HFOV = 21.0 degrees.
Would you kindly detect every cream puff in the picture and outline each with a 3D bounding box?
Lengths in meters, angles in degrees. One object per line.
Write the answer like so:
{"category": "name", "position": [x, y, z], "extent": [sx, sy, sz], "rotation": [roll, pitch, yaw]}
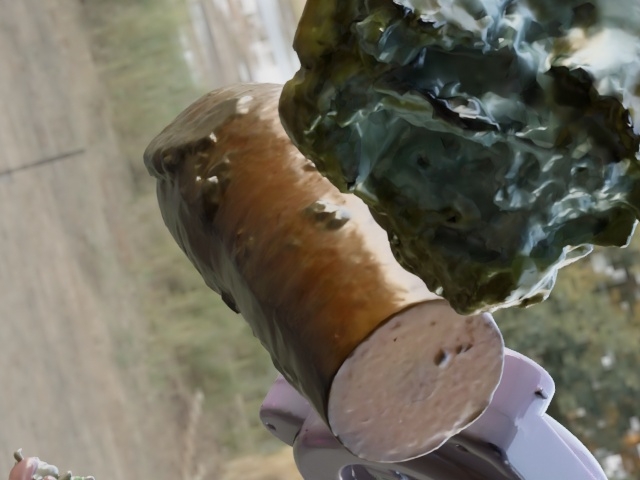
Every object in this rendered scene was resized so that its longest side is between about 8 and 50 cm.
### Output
{"category": "cream puff", "position": [0.059, -0.051, 0.645], "extent": [0.121, 0.156, 0.156], "rotation": [-70, 148, -55]}

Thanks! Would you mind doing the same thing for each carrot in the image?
{"category": "carrot", "position": [0.000, 0.000, 0.947], "extent": [0.302, 0.139, 0.138], "rotation": [47, -20, 54]}

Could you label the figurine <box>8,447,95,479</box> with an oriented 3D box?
{"category": "figurine", "position": [-0.266, 0.242, 1.545], "extent": [0.098, 0.146, 0.081], "rotation": [-83, -177, -54]}

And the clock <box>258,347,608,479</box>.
{"category": "clock", "position": [0.118, 0.206, 1.544], "extent": [0.295, 0.322, 0.113], "rotation": [47, 62, -32]}
